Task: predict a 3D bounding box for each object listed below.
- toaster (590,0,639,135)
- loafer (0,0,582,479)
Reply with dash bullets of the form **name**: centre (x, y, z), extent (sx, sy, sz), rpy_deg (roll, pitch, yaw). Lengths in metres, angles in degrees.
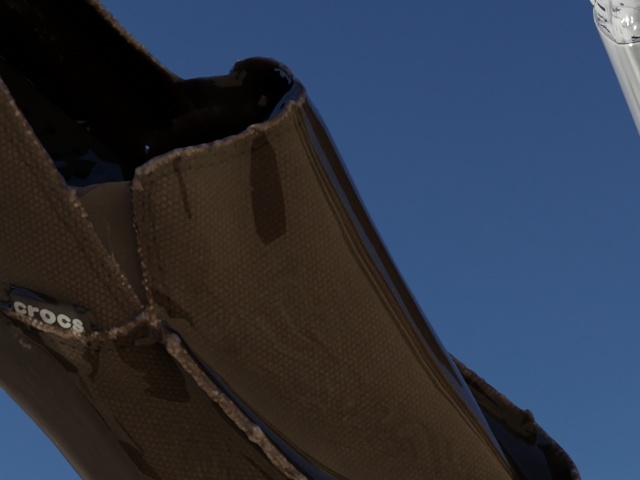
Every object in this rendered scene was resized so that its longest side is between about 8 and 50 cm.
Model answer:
- **toaster**: centre (0.221, -0.096, 0.700), extent (0.129, 0.227, 0.146), rpy_deg (-24, -74, 15)
- **loafer**: centre (-0.039, 0.011, 0.453), extent (0.366, 0.134, 0.130), rpy_deg (37, -59, -10)
